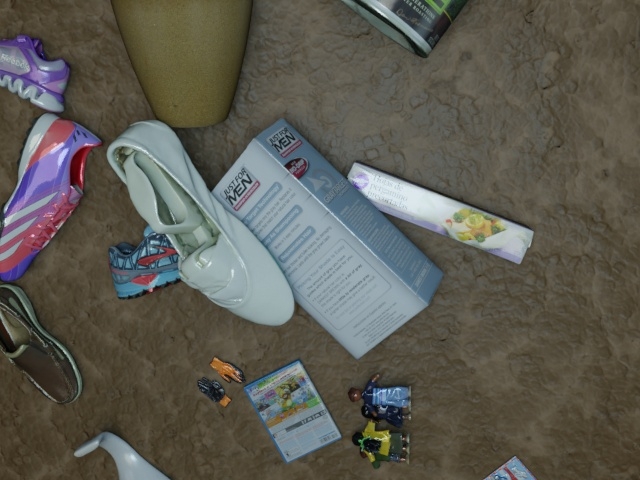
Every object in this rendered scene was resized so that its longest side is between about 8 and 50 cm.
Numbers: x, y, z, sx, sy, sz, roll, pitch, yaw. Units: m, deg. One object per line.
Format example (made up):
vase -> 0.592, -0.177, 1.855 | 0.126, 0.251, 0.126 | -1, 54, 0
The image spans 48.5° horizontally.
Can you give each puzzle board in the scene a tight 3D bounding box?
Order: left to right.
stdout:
puzzle board -> 0.361, 0.469, 1.300 | 0.096, 0.011, 0.128 | -41, 92, 10

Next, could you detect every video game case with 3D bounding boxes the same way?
video game case -> -0.051, 0.317, 1.316 | 0.119, 0.015, 0.166 | -28, 95, 10

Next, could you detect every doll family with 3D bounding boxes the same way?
doll family -> 0.105, 0.327, 1.276 | 0.112, 0.076, 0.192 | 3, 94, 10

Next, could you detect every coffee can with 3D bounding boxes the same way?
coffee can -> 0.166, -0.451, 1.084 | 0.202, 0.201, 0.275 | 36, 101, 0

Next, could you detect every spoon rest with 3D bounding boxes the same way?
spoon rest -> -0.348, 0.466, 1.346 | 0.137, 0.084, 0.276 | -29, 108, 10

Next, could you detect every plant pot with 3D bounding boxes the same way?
plant pot -> -0.217, -0.320, 1.148 | 0.237, 0.237, 0.254 | 3, 115, 5

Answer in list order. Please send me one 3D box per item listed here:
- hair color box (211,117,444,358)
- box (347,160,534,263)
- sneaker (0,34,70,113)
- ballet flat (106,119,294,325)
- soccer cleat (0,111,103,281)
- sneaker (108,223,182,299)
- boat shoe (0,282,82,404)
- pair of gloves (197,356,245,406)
hair color box -> 0.000, 0.000, 1.181 | 0.374, 0.113, 0.185 | 44, 126, -2
box -> 0.198, -0.050, 1.210 | 0.324, 0.067, 0.063 | 21, 100, 3
sneaker -> -0.537, -0.316, 1.235 | 0.237, 0.095, 0.104 | 28, 94, -4
ballet flat -> -0.200, -0.010, 1.116 | 0.139, 0.139, 0.400 | -36, 90, 10
soccer cleat -> -0.489, -0.061, 1.259 | 0.117, 0.108, 0.318 | 21, 98, -2
sneaker -> -0.259, 0.013, 1.247 | 0.262, 0.104, 0.125 | -20, 94, 8
boat shoe -> -0.543, 0.203, 1.306 | 0.095, 0.095, 0.257 | -35, 94, 10
pair of gloves -> -0.185, 0.263, 1.323 | 0.074, 0.010, 0.083 | 34, 103, -2
